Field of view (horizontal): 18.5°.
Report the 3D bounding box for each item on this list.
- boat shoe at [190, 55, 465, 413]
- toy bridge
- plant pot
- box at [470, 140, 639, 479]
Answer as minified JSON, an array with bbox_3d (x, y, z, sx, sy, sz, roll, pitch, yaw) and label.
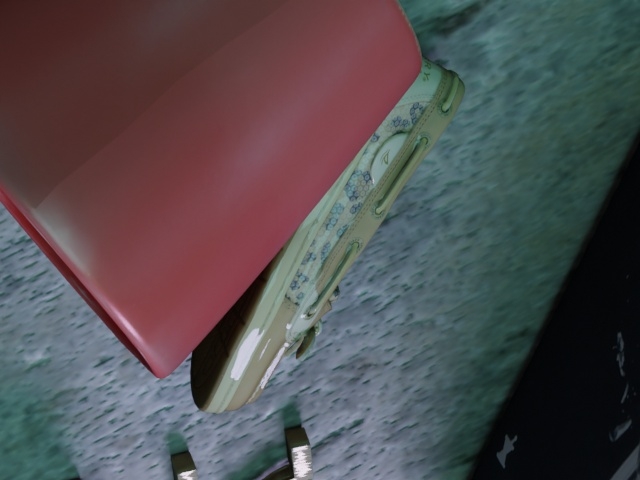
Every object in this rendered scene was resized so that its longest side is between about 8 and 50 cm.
[{"bbox_3d":[0.000,0.000,1.317,0.089,0.104,0.285,21,108,-24],"label":"boat shoe"},{"bbox_3d":[-0.097,0.187,1.432,0.188,0.026,0.063,-13,121,-11],"label":"toy bridge"},{"bbox_3d":[-0.091,-0.096,1.158,0.243,0.275,0.275,-40,123,-8],"label":"plant pot"},{"bbox_3d":[0.351,0.201,1.320,0.297,0.480,0.472,16,111,-24],"label":"box"}]
